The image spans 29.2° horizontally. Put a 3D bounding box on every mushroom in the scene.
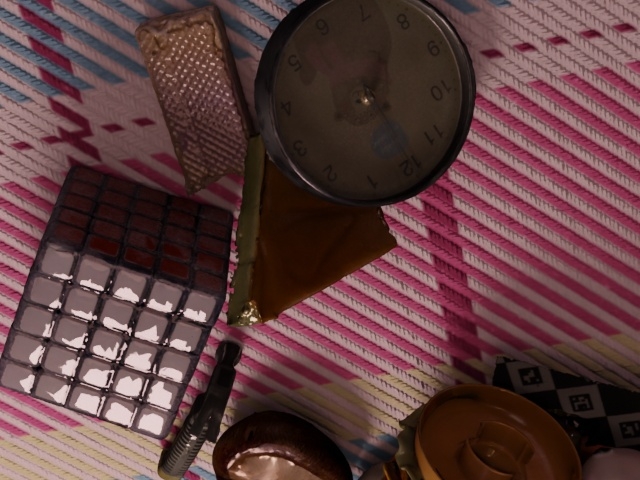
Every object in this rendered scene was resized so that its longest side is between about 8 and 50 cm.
[{"bbox_3d":[-0.056,0.335,1.778,0.194,0.138,0.231,-10,128,-9],"label":"mushroom"}]

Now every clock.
[{"bbox_3d":[0.059,-0.174,1.493,0.280,0.055,0.280,-3,98,-19],"label":"clock"}]

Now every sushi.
[{"bbox_3d":[0.373,0.297,1.783,0.292,0.059,0.294,13,125,6],"label":"sushi"}]

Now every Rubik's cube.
[{"bbox_3d":[-0.257,0.077,1.586,0.238,0.237,0.237,18,114,-7],"label":"Rubik's cube"}]

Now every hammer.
[{"bbox_3d":[-0.177,0.266,1.744,0.041,0.159,0.226,25,127,-9],"label":"hammer"}]

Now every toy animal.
[{"bbox_3d":[0.418,0.375,1.685,0.138,0.166,0.179,-8,125,-22],"label":"toy animal"}]

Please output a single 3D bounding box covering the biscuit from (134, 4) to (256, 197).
[{"bbox_3d":[-0.151,-0.175,1.559,0.108,0.062,0.239,-12,114,9],"label":"biscuit"}]

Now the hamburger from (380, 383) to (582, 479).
[{"bbox_3d":[0.207,0.349,1.663,0.274,0.274,0.212,15,126,-7],"label":"hamburger"}]

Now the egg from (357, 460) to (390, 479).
[{"bbox_3d":[0.095,0.385,1.806,0.103,0.103,0.135,23,116,-10],"label":"egg"}]

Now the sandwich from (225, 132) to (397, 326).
[{"bbox_3d":[0.000,0.000,1.548,0.212,0.063,0.245,11,79,-27],"label":"sandwich"}]
